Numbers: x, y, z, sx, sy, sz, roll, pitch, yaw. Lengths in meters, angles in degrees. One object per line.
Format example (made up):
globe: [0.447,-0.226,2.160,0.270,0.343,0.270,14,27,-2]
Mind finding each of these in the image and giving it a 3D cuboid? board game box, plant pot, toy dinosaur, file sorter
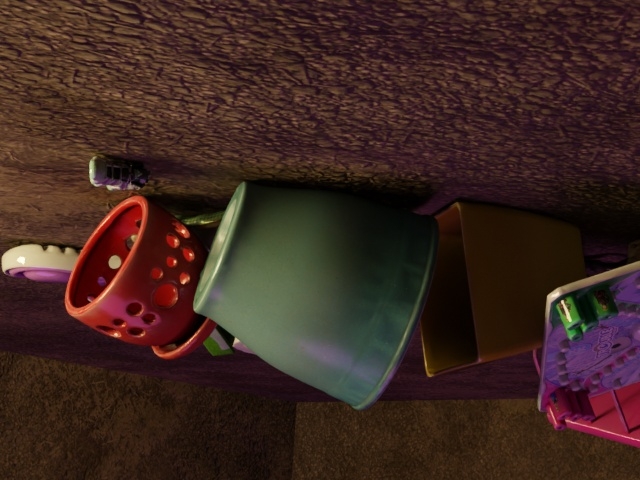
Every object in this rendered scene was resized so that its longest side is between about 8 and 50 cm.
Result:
board game box: [0.484,0.112,1.772,0.390,0.050,0.390,-18,152,-3]
plant pot: [-0.017,0.048,1.739,0.255,0.272,0.271,22,164,-9]
plant pot: [0.254,0.065,1.848,0.187,0.212,0.212,-4,170,-15]
plant pot: [-0.232,0.059,1.855,0.174,0.191,0.191,34,153,-29]
toy dinosaur: [0.407,0.055,2.059,0.118,0.064,0.268,10,165,2]
file sorter: [0.510,0.191,2.114,0.290,0.202,0.182,12,139,40]

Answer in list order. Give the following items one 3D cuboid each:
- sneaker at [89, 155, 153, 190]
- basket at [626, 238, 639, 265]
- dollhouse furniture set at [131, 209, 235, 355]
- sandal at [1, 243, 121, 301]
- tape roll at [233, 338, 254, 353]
sneaker: [-0.243,-0.084,1.669,0.069,0.038,0.098,-1,176,13]
basket: [0.526,0.054,1.911,0.167,0.103,0.113,10,166,-30]
dollhouse furniture set: [-0.129,0.021,2.039,0.197,0.151,0.301,-9,135,24]
sandal: [-0.344,0.085,2.307,0.416,0.102,0.169,9,167,-22]
tape roll: [-0.014,0.151,2.404,0.286,0.100,0.286,3,168,1]
